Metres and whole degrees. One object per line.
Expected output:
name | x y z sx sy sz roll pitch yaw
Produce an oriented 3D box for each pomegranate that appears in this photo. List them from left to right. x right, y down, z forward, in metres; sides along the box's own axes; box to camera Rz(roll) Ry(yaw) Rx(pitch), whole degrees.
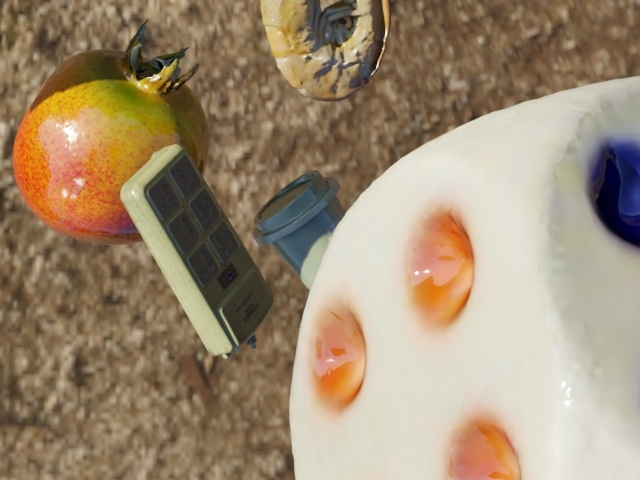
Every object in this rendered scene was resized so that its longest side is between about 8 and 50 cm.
pomegranate | -0.219 -0.115 1.810 0.221 0.221 0.257 20 122 -21

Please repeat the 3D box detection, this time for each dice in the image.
dice | 0.145 0.081 0.837 0.243 0.251 0.259 2 153 -25

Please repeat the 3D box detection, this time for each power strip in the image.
power strip | -0.087 0.013 1.246 0.028 0.076 0.169 -14 115 37

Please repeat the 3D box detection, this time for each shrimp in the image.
shrimp | 0.001 -0.252 1.622 0.133 0.053 0.236 -17 106 -7

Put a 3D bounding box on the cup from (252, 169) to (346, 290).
cup | 0.000 0.000 1.946 0.120 0.120 0.141 -34 106 18
